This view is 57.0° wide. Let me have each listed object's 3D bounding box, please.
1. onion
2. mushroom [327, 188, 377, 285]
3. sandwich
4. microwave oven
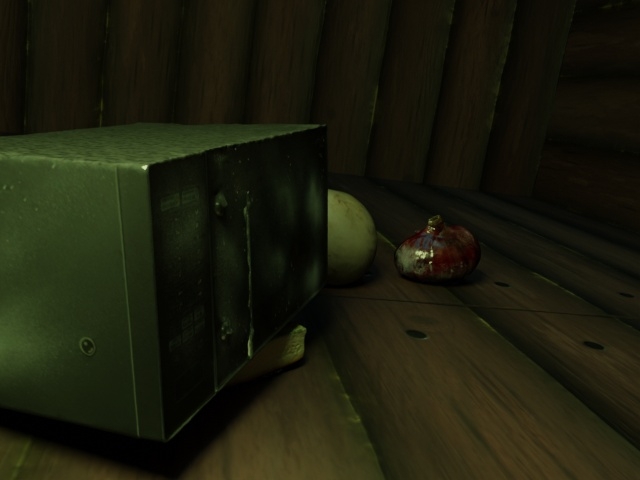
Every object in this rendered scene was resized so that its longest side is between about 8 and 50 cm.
[{"bbox_3d":[0.263,0.032,1.260,0.205,0.151,0.098,-13,34,-16],"label":"onion"},{"bbox_3d":[0.002,0.000,1.172,0.209,0.206,0.206,-31,4,16],"label":"mushroom"},{"bbox_3d":[-0.139,0.129,0.756,0.162,0.058,0.192,17,18,40],"label":"sandwich"},{"bbox_3d":[-0.207,-0.007,0.694,0.373,0.237,0.432,4,15,18],"label":"microwave oven"}]
